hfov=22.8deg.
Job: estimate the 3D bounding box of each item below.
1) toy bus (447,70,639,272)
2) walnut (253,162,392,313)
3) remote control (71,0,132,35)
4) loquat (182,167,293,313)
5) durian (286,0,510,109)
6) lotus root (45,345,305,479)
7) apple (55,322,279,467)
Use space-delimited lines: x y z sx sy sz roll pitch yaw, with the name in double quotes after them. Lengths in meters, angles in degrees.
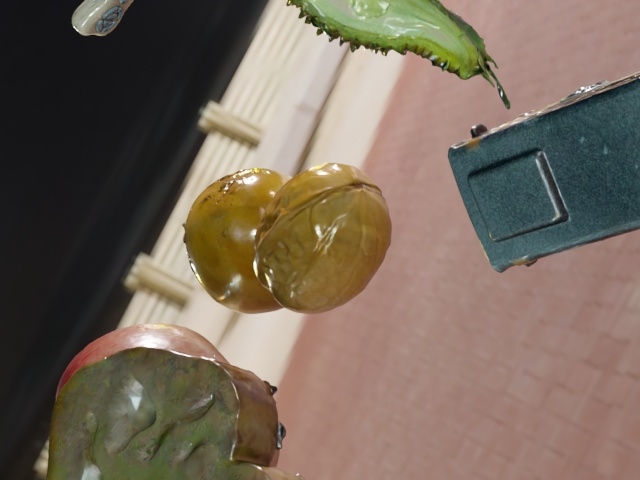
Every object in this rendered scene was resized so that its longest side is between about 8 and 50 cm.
0.304 -0.087 1.614 0.323 0.162 0.194 -19 5 45 "toy bus"
0.000 0.000 1.920 0.207 0.159 0.159 -50 14 38 "walnut"
-0.242 -0.292 1.880 0.122 0.032 0.074 -48 -12 21 "remote control"
-0.099 -0.001 2.481 0.235 0.235 0.235 -59 9 16 "loquat"
0.042 -0.244 1.603 0.132 0.375 0.107 -60 17 24 "durian"
-0.175 0.309 1.778 0.375 0.390 0.111 -46 -27 20 "lotus root"
-0.199 0.257 2.124 0.269 0.345 0.345 -22 4 -8 "apple"
